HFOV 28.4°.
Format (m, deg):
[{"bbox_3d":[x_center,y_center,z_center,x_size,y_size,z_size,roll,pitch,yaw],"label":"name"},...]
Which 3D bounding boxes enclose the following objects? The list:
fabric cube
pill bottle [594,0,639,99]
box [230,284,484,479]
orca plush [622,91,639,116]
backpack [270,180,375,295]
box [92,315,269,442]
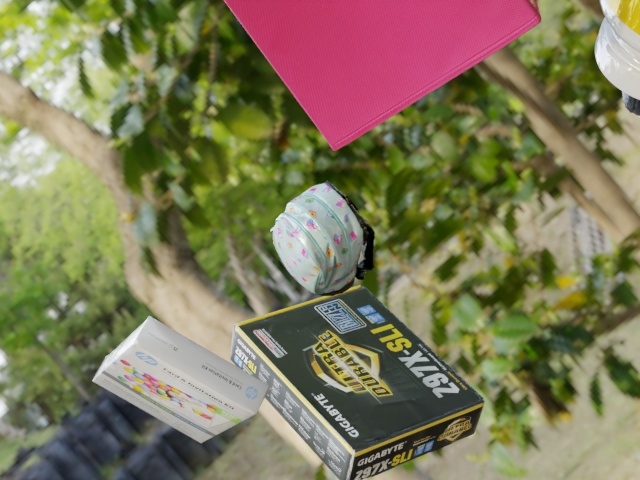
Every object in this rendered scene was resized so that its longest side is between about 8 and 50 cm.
[{"bbox_3d":[0.051,-0.300,1.317,0.254,0.258,0.259,-32,20,21],"label":"fabric cube"},{"bbox_3d":[0.404,-0.305,1.325,0.188,0.188,0.334,-41,-23,-32],"label":"pill bottle"},{"bbox_3d":[0.053,0.214,1.948,0.257,0.322,0.079,-14,-49,-34],"label":"box"},{"bbox_3d":[0.479,-0.275,1.567,0.287,0.151,0.102,-32,-31,-12],"label":"orca plush"},{"bbox_3d":[0.000,0.000,1.786,0.115,0.152,0.182,-44,-11,-20],"label":"backpack"},{"bbox_3d":[-0.151,0.151,1.337,0.186,0.145,0.038,-38,23,60],"label":"box"}]
